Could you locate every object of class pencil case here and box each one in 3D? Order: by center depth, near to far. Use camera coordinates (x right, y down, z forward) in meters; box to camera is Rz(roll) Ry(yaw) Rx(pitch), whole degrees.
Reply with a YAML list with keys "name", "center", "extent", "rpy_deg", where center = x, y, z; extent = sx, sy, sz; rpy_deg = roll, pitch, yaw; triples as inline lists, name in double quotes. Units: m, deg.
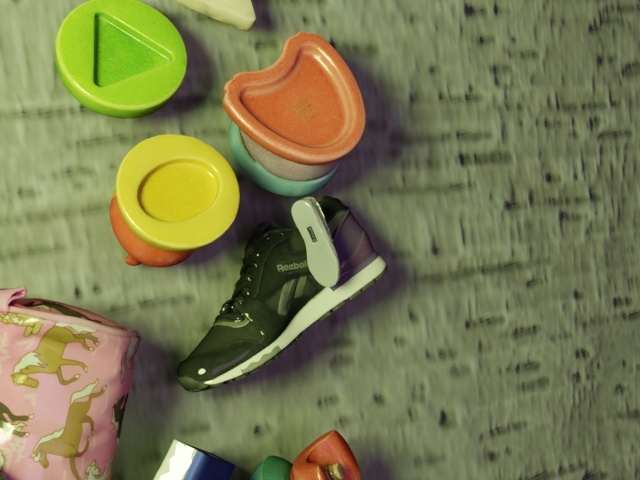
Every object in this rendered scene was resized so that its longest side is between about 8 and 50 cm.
- name: "pencil case"
  center: [-0.287, 0.241, 0.941]
  extent: [0.160, 0.167, 0.386]
  rpy_deg: [13, 84, 7]

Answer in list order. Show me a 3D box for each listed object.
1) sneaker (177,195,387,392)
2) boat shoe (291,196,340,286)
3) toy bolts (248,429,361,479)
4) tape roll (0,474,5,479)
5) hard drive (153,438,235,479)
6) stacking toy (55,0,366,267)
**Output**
- name: "sneaker"
  center: [-0.063, 0.052, 1.108]
  extent: [0.283, 0.107, 0.124]
  rpy_deg: [-36, 100, -32]
- name: "boat shoe"
  center: [0.000, 0.000, 1.081]
  extent: [0.035, 0.035, 0.100]
  rpy_deg: [-34, 102, -60]
- name: "toy bolts"
  center: [-0.018, 0.346, 1.084]
  extent: [0.228, 0.158, 0.218]
  rpy_deg: [62, 21, -5]
- name: "tape roll"
  center: [-0.384, 0.313, 0.820]
  extent: [0.321, 0.077, 0.321]
  rpy_deg: [-1, 82, 8]
- name: "hard drive"
  center: [-0.182, 0.357, 0.988]
  extent: [0.040, 0.210, 0.319]
  rpy_deg: [24, 77, 9]
- name: "stacking toy"
  center: [-0.130, -0.131, 1.076]
  extent: [0.309, 0.130, 0.279]
  rpy_deg: [-30, 81, -29]
